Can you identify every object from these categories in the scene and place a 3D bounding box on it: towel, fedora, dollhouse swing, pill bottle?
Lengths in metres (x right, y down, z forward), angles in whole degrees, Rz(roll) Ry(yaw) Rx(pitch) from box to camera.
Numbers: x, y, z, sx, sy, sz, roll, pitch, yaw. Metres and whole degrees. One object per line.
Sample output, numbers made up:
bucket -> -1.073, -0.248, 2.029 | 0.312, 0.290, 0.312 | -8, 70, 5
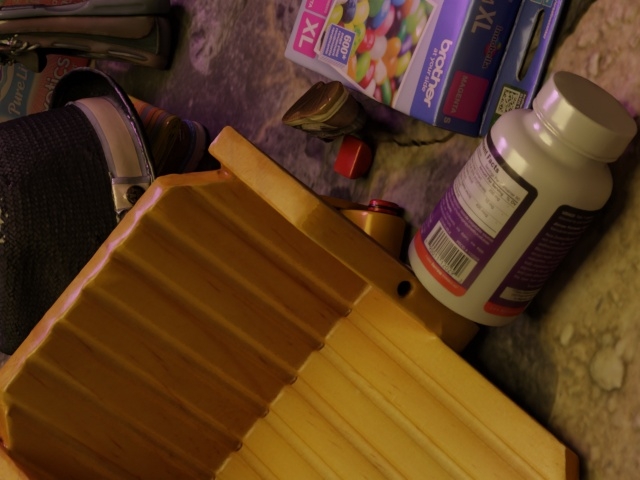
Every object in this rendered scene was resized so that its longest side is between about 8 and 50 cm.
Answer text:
towel -> -0.218, -0.106, 2.071 | 0.237, 0.021, 0.102 | 27, 90, 57
fedora -> -0.271, -0.003, 1.957 | 0.334, 0.152, 0.334 | 17, 110, 60
dollhouse swing -> -0.032, 0.167, 1.547 | 0.347, 0.315, 0.305 | -50, 35, 3
pill bottle -> 0.162, -0.035, 1.559 | 0.193, 0.108, 0.108 | -55, 41, 27

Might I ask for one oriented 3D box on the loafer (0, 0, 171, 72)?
loafer -> -0.293, -0.217, 2.149 | 0.267, 0.096, 0.084 | -4, 96, 10

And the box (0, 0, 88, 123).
box -> -0.373, -0.199, 2.310 | 0.154, 0.142, 0.300 | 31, 104, 52

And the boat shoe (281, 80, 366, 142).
boat shoe -> 0.004, -0.113, 1.816 | 0.056, 0.049, 0.152 | -47, 11, -4

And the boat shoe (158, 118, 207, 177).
boat shoe -> -0.191, -0.055, 2.080 | 0.183, 0.066, 0.066 | -61, 37, 21

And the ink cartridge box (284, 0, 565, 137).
ink cartridge box -> 0.092, -0.207, 1.752 | 0.311, 0.065, 0.186 | 30, 104, 51

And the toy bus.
toy bus -> -0.008, 0.005, 1.781 | 0.202, 0.104, 0.191 | -52, 43, 32
